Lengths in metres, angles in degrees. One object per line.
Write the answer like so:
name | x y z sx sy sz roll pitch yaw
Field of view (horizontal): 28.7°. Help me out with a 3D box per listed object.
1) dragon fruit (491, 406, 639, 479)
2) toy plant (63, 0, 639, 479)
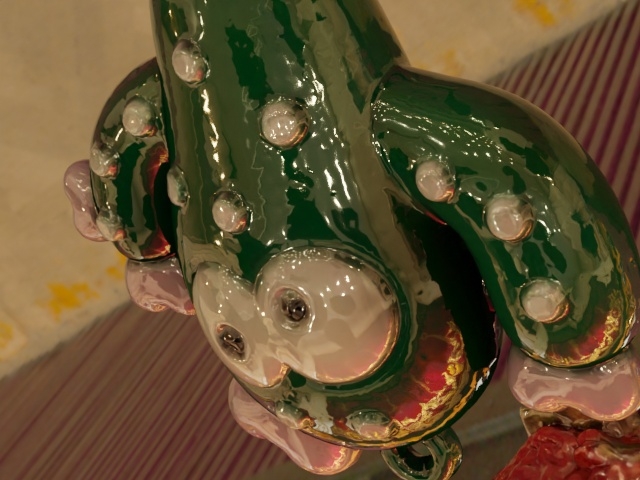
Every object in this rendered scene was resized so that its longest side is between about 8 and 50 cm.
dragon fruit | 0.256 0.248 0.934 0.277 0.277 0.342 -22 115 34
toy plant | 0.004 0.001 0.513 0.243 0.112 0.232 50 135 -2
